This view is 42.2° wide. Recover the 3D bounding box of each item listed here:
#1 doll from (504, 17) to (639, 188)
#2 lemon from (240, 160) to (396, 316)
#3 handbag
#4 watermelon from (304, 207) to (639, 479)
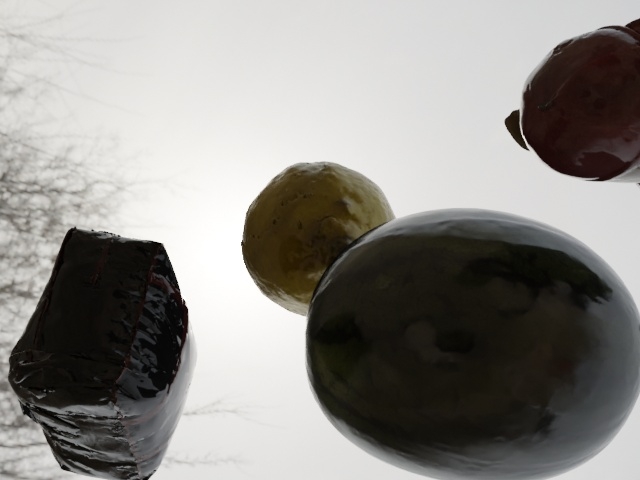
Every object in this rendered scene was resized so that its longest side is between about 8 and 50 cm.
[{"bbox_3d":[0.302,-0.105,0.730,0.196,0.256,0.152,-47,-147,45],"label":"doll"},{"bbox_3d":[0.000,0.000,1.053,0.260,0.204,0.204,-161,-88,-78],"label":"lemon"},{"bbox_3d":[-0.195,0.107,0.774,0.215,0.155,0.169,95,8,-54],"label":"handbag"},{"bbox_3d":[0.163,0.106,0.840,0.279,0.360,0.278,6,90,-87],"label":"watermelon"}]
